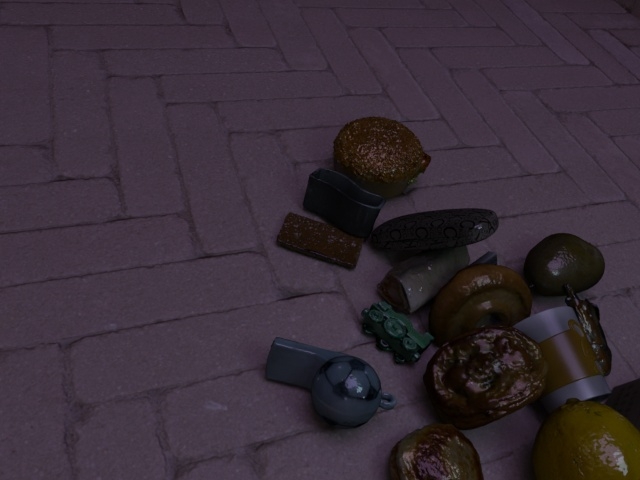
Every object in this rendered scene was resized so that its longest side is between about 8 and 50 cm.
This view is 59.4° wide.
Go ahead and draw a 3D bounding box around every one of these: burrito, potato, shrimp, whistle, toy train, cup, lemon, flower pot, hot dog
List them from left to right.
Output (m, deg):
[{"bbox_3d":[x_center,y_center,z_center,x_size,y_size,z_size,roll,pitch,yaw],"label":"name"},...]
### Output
[{"bbox_3d":[0.020,0.310,1.185,0.289,0.164,0.164,13,47,0],"label":"whistle"},{"bbox_3d":[0.066,-0.108,1.589,0.229,0.108,0.103,32,38,20],"label":"flower pot"},{"bbox_3d":[0.182,0.218,1.365,0.178,0.071,0.104,41,44,20],"label":"toy train"},{"bbox_3d":[0.286,0.076,1.484,0.299,0.105,0.143,-30,32,-34],"label":"burrito"},{"bbox_3d":[0.365,0.297,1.233,0.272,0.122,0.196,-25,56,5],"label":"hot dog"},{"bbox_3d":[0.668,0.072,1.562,0.251,0.159,0.174,-24,33,-21],"label":"potato"},{"bbox_3d":[0.577,0.293,1.344,0.241,0.185,0.226,17,43,-43],"label":"cup"},{"bbox_3d":[0.691,0.217,1.429,0.145,0.059,0.254,-11,79,-52],"label":"shrimp"},{"bbox_3d":[0.550,0.461,1.126,0.235,0.236,0.263,-6,39,-19],"label":"lemon"}]

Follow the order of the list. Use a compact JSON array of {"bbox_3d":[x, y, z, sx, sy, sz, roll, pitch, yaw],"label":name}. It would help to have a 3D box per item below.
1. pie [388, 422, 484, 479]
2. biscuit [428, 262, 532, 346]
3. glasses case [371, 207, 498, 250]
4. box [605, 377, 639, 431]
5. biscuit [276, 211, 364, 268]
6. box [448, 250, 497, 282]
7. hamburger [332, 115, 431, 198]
[{"bbox_3d":[0.240,0.469,1.140,0.205,0.084,0.179,-1,49,-19],"label":"pie"},{"bbox_3d":[0.403,0.163,1.393,0.274,0.213,0.091,-7,26,-11],"label":"biscuit"},{"bbox_3d":[0.292,-0.028,1.481,0.354,0.085,0.137,-5,19,43],"label":"glasses case"},{"bbox_3d":[0.750,0.343,1.192,0.051,0.365,0.204,48,53,7],"label":"box"},{"bbox_3d":[0.000,0.000,1.546,0.230,0.025,0.131,19,45,4],"label":"biscuit"},{"bbox_3d":[0.407,0.115,1.486,0.177,0.115,0.036,-27,32,-33],"label":"box"},{"bbox_3d":[0.177,-0.264,1.725,0.294,0.179,0.276,-17,56,-27],"label":"hamburger"}]
